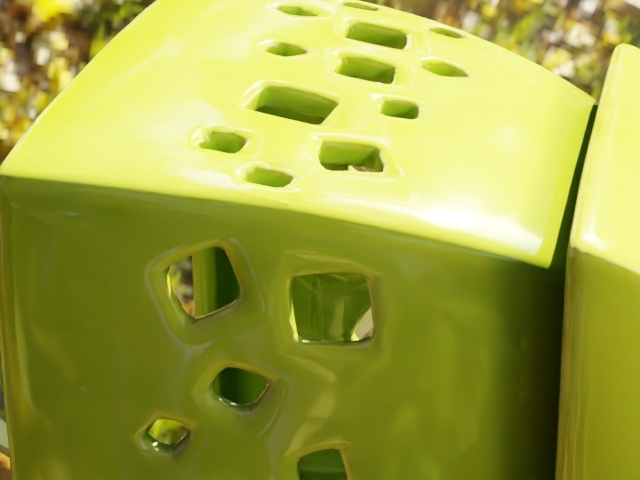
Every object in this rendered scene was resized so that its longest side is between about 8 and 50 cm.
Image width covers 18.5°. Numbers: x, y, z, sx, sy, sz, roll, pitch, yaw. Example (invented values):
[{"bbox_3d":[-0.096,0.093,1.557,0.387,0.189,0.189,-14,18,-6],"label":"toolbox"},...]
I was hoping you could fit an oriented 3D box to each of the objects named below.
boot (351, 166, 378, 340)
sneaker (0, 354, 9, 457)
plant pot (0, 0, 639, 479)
[{"bbox_3d":[0.000,0.000,1.466,0.203,0.262,0.095,-46,58,4],"label":"boot"},{"bbox_3d":[-0.148,0.080,1.068,0.192,0.064,0.086,35,78,-20],"label":"sneaker"},{"bbox_3d":[0.026,0.046,0.680,0.207,0.227,0.228,5,24,12],"label":"plant pot"}]
